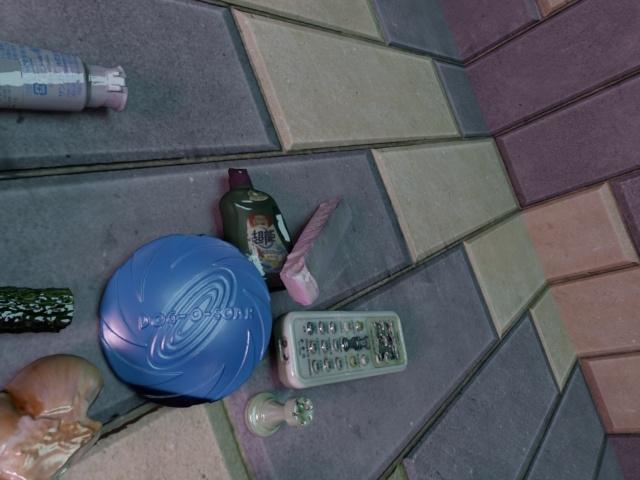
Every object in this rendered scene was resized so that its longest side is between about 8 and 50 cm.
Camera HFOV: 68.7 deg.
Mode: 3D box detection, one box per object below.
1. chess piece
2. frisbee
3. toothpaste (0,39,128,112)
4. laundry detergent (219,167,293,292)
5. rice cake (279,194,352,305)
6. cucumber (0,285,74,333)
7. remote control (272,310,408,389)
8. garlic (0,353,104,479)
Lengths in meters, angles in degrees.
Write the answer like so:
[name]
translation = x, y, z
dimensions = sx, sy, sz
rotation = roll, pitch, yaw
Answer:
[chess piece]
translation = -0.059, 0.259, 0.704
dimensions = 0.067, 0.103, 0.067
rotation = 22, 58, -41
[frisbee]
translation = -0.172, 0.105, 0.645
dimensions = 0.242, 0.045, 0.241
rotation = 7, 75, -29
[toothpaste]
translation = -0.397, -0.204, 0.571
dimensions = 0.299, 0.073, 0.113
rotation = -6, 79, -42
[laundry detergent]
translation = -0.109, -0.021, 0.801
dimensions = 0.144, 0.078, 0.221
rotation = 1, 70, -50
[rice cake]
translation = 0.000, 0.000, 0.860
dimensions = 0.072, 0.056, 0.365
rotation = 65, 21, -18
[cucumber]
translation = -0.363, 0.069, 0.485
dimensions = 0.187, 0.058, 0.058
rotation = 14, 63, -44
[remote control]
translation = 0.048, 0.198, 0.883
dimensions = 0.335, 0.066, 0.127
rotation = 9, 64, -46
[garlic]
translation = -0.300, 0.194, 0.480
dimensions = 0.124, 0.099, 0.174
rotation = 40, 39, -3
